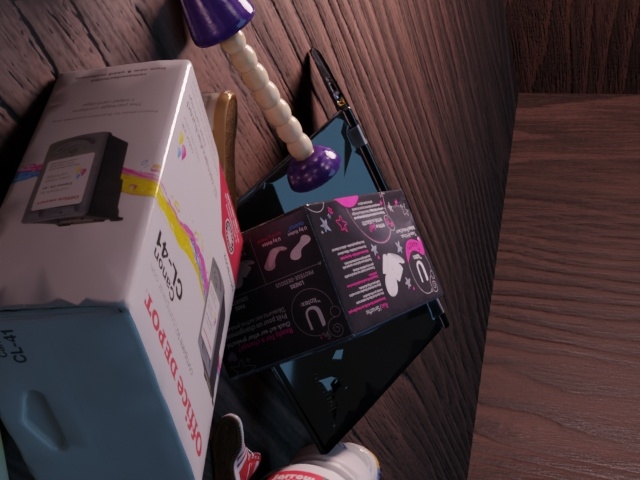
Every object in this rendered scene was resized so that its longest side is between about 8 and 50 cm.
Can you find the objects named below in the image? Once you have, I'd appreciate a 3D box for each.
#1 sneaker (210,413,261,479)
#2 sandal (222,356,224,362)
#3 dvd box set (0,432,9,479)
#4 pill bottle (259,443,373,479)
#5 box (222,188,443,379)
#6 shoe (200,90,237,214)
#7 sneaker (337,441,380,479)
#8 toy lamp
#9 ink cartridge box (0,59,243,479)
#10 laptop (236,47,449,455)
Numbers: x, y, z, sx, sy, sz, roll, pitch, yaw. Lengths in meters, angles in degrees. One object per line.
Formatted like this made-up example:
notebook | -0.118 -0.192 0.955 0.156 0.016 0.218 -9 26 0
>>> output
sneaker | -0.104 0.258 1.272 0.067 0.042 0.118 -39 138 -61
sandal | -0.154 0.100 1.024 0.240 0.088 0.079 -48 144 -55
dvd box set | -0.300 0.324 0.667 0.307 0.062 0.420 -47 137 -62
pill bottle | -0.034 0.397 1.294 0.318 0.177 0.176 -49 139 -62
box | 0.001 0.044 1.115 0.247 0.163 0.142 -12 80 -62
shoe | -0.127 -0.059 1.138 0.076 0.058 0.218 -63 157 -78
sneaker | 0.004 0.458 1.580 0.131 0.112 0.296 30 62 -50
toy lamp | -0.070 -0.181 1.151 0.274 0.080 0.080 57 36 -31
ink cartridge box | -0.160 0.027 0.838 0.306 0.131 0.226 -88 170 -48
laptop | 0.000 0.000 1.431 0.408 0.236 0.381 -110 174 -60
